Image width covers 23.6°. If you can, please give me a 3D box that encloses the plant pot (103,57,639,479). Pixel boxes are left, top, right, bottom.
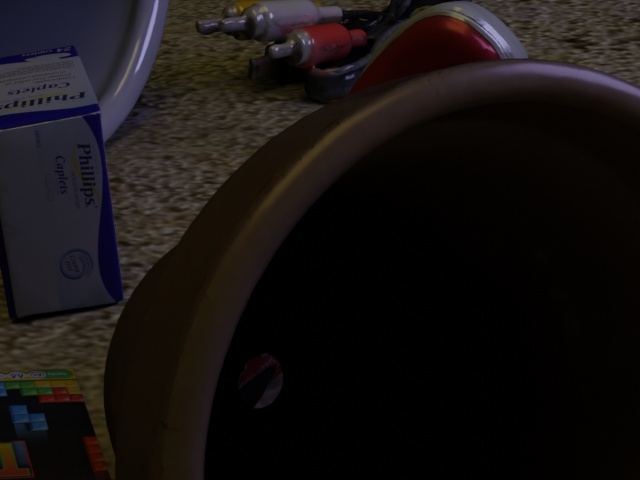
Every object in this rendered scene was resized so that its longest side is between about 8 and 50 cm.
[{"bbox_3d":[0.019,0.066,0.600,0.263,0.263,0.229,-18,12,-25],"label":"plant pot"}]

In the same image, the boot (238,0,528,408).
[{"bbox_3d":[0.000,0.000,0.752,0.088,0.244,0.176,42,41,9],"label":"boot"}]

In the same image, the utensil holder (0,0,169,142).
[{"bbox_3d":[-0.360,-0.228,1.163,0.385,0.328,0.327,6,28,26],"label":"utensil holder"}]

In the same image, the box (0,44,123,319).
[{"bbox_3d":[-0.173,-0.039,0.956,0.072,0.126,0.137,-10,25,-12],"label":"box"}]

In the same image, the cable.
[{"bbox_3d":[0.044,-0.187,1.290,0.287,0.072,0.139,-24,37,-35],"label":"cable"}]

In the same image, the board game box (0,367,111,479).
[{"bbox_3d":[-0.185,0.113,0.697,0.170,0.048,0.141,-2,23,-19],"label":"board game box"}]
